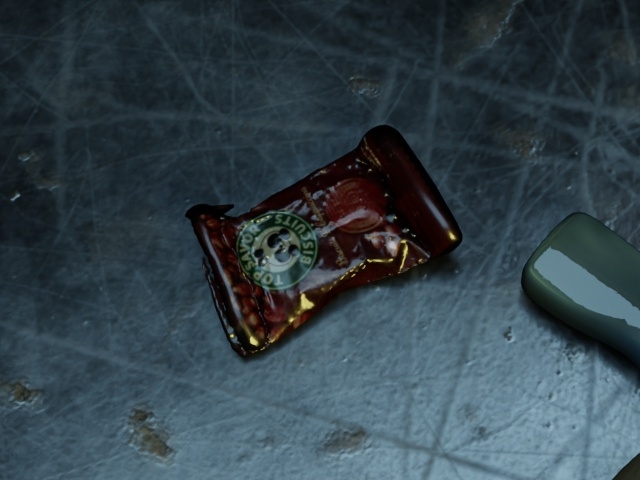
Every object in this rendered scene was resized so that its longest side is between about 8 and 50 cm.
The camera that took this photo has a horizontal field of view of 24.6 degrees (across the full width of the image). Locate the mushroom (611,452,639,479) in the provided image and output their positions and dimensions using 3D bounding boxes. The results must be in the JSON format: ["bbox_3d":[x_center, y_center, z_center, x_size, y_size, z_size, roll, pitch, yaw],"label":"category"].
[{"bbox_3d":[0.341,0.288,1.099,0.290,0.292,0.292,13,66,-13],"label":"mushroom"}]

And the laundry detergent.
[{"bbox_3d":[0.284,0.064,1.307,0.206,0.061,0.096,36,66,18],"label":"laundry detergent"}]

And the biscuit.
[{"bbox_3d":[-0.002,-0.006,1.366,0.235,0.063,0.151,-25,65,-2],"label":"biscuit"}]
